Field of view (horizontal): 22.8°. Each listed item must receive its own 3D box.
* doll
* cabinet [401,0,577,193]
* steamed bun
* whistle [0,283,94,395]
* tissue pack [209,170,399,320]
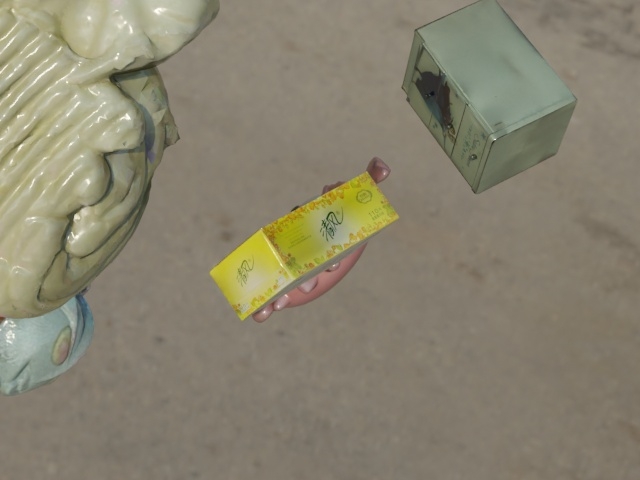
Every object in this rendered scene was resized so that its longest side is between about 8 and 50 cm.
[{"bbox_3d":[0.000,0.000,1.997,0.093,0.262,0.211,42,-6,-18],"label":"doll"},{"bbox_3d":[0.229,-0.205,2.234,0.150,0.145,0.206,-27,67,-18],"label":"cabinet"},{"bbox_3d":[-0.256,-0.148,1.180,0.352,0.339,0.247,33,6,-17],"label":"steamed bun"},{"bbox_3d":[-0.381,0.136,1.794,0.346,0.142,0.133,-38,97,-39],"label":"whistle"},{"bbox_3d":[-0.015,0.003,1.549,0.176,0.095,0.062,-29,83,-46],"label":"tissue pack"}]
